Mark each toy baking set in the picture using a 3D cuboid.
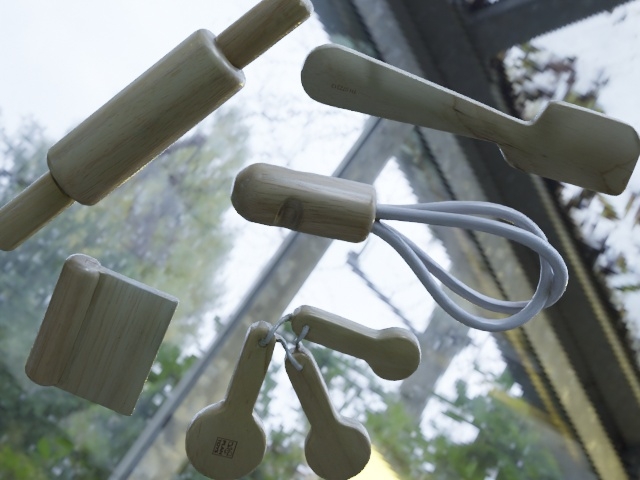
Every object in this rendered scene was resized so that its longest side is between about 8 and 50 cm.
[{"bbox_3d":[-0.006,-0.004,0.556,0.256,0.030,0.197,-41,-70,12],"label":"toy baking set"}]
